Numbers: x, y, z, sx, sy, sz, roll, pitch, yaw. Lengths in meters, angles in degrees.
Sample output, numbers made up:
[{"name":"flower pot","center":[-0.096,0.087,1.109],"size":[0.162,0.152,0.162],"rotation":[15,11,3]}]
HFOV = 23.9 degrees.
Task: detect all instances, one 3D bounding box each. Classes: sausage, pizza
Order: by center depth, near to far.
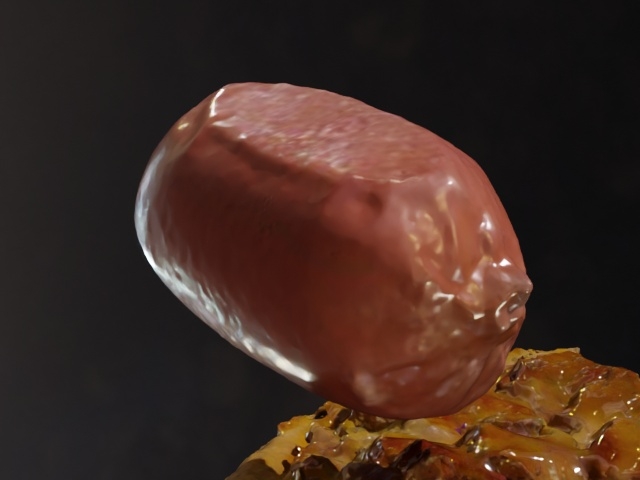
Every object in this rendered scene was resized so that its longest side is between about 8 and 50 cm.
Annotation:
[{"name":"sausage","center":[0.000,0.000,0.760],"size":[0.254,0.148,0.148],"rotation":[27,-66,41]},{"name":"pizza","center":[0.085,0.136,0.828],"size":[0.277,0.409,0.114],"rotation":[6,-74,38]}]
